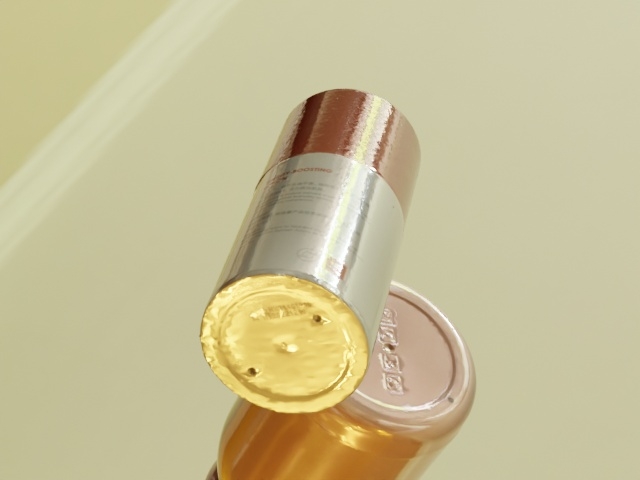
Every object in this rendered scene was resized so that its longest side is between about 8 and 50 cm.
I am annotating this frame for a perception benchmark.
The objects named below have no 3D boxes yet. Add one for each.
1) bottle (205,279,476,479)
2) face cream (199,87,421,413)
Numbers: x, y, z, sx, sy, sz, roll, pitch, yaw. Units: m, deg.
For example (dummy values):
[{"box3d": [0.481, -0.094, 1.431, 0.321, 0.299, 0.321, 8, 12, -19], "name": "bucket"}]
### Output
[{"box3d": [0.013, 0.175, 1.572, 0.206, 0.173, 0.297, -22, 152, -40], "name": "bottle"}, {"box3d": [0.000, 0.000, 1.073, 0.095, 0.096, 0.214, -28, -157, 27], "name": "face cream"}]
